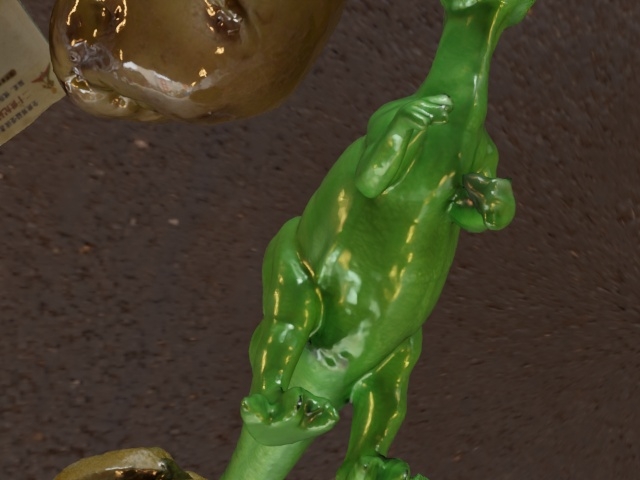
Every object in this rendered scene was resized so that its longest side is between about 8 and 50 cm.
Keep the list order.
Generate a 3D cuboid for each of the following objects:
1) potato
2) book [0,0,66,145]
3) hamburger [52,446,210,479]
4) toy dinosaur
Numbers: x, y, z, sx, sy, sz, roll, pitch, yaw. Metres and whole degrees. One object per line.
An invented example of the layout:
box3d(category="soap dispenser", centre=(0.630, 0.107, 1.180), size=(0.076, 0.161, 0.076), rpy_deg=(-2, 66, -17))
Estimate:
box3d(category="potato", centre=(-0.060, -0.146, 0.750), size=(0.154, 0.137, 0.200), rpy_deg=(20, 61, 35))
box3d(category="book", centre=(-0.346, -0.177, 1.026), size=(0.201, 0.026, 0.289), rpy_deg=(-40, 118, -11))
box3d(category="hamburger", centre=(-0.186, 0.353, 1.328), size=(0.265, 0.285, 0.134), rpy_deg=(-41, 42, 7))
box3d(category="toy dinosaur", centre=(0.000, 0.000, 0.932), size=(0.143, 0.500, 0.375), rpy_deg=(19, 70, -19))
